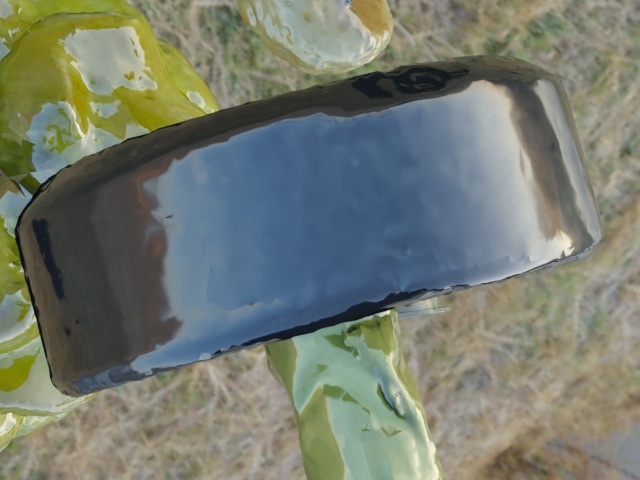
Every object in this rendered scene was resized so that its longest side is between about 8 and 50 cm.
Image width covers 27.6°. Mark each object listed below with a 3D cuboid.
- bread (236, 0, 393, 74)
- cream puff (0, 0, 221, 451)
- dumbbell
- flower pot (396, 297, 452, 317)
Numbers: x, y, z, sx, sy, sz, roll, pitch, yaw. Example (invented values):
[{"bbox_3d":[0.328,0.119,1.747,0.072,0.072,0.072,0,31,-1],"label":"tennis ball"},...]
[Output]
[{"bbox_3d":[-0.021,-0.304,1.574,0.134,0.244,0.244,-24,142,25],"label":"bread"},{"bbox_3d":[-0.241,-0.015,0.904,0.378,0.378,0.275,-52,171,14],"label":"cream puff"},{"bbox_3d":[0.028,0.115,0.466,0.204,0.322,0.204,-15,177,-1],"label":"dumbbell"},{"bbox_3d":[0.073,0.017,1.825,0.212,0.212,0.202,-1,86,-32],"label":"flower pot"}]
